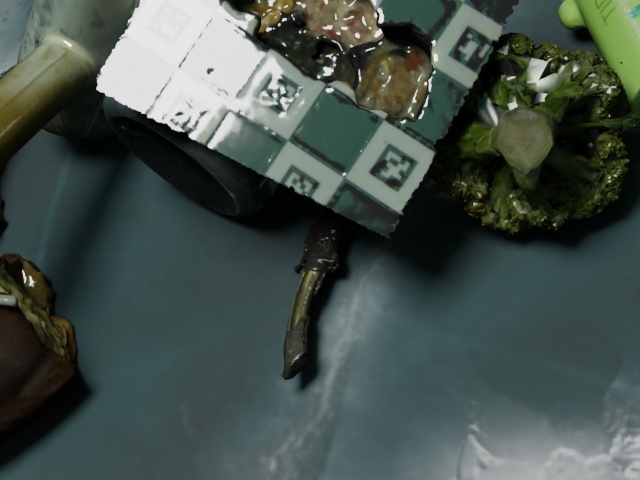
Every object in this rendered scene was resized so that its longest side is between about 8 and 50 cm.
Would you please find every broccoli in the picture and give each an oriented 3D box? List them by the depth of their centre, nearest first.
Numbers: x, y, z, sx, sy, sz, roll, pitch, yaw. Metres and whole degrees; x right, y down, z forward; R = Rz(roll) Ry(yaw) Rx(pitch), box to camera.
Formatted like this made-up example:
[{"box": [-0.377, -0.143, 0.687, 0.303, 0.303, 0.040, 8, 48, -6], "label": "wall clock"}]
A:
[{"box": [0.132, -0.065, 0.630, 0.131, 0.120, 0.130, 46, 108, 8], "label": "broccoli"}]

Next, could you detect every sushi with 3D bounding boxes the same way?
[{"box": [-0.004, -0.128, 0.647, 0.215, 0.050, 0.192, 29, 88, 9], "label": "sushi"}]

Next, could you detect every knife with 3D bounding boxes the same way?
[{"box": [0.006, -0.001, 0.710, 0.045, 0.021, 0.222, -10, 52, 27], "label": "knife"}]

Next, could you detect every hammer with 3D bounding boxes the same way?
[{"box": [-0.211, -0.108, 0.729, 0.113, 0.202, 0.305, 31, 45, -1], "label": "hammer"}]

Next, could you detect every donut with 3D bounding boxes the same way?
[{"box": [-0.349, 0.034, 0.789, 0.259, 0.136, 0.345, -29, 51, 2], "label": "donut"}]

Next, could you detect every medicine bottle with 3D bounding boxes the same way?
[{"box": [-0.024, -0.169, 0.753, 0.141, 0.141, 0.293, 24, 72, 35], "label": "medicine bottle"}]

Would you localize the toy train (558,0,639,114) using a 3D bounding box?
[{"box": [0.233, -0.194, 0.684, 0.157, 0.105, 0.253, -31, 51, 23], "label": "toy train"}]
